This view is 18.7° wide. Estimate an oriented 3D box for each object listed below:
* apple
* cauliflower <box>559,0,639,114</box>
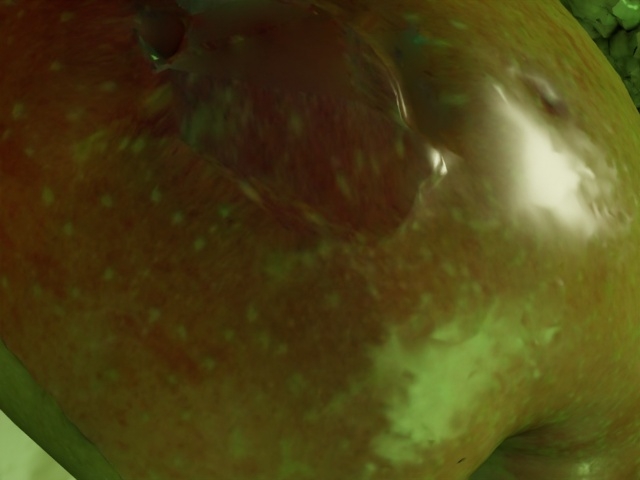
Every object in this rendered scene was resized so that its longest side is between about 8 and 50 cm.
[{"bbox_3d":[0.000,0.000,0.502,0.207,0.188,0.174,0,120,-54],"label":"apple"},{"bbox_3d":[0.205,-0.160,0.615,0.272,0.250,0.275,-36,147,-33],"label":"cauliflower"}]
